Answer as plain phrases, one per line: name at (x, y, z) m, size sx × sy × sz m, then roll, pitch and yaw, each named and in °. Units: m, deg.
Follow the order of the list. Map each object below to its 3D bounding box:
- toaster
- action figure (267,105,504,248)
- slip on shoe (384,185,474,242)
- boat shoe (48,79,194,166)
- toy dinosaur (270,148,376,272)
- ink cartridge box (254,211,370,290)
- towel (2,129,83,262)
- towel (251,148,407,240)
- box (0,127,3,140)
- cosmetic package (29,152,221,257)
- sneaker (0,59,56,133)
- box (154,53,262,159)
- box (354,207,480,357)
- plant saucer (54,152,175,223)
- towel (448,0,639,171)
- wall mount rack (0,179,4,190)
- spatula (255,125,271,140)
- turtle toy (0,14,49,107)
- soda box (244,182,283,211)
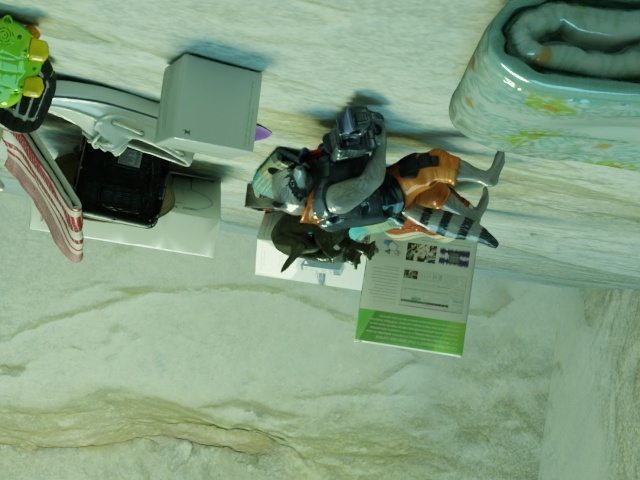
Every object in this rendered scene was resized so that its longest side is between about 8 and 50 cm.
toaster at (-0.364, -0.114, 1.618) m, size 0.186 × 0.168 × 0.110 m, roll 12°, pitch 177°, yaw -25°
action figure at (0.088, -0.078, 1.240) m, size 0.331 × 0.178 × 0.341 m, roll -1°, pitch 175°, yaw 3°
slip on shoe at (0.182, -0.065, 1.678) m, size 0.101 × 0.123 × 0.331 m, roll 46°, pitch 171°, yaw -14°
boat shoe at (-0.303, -0.169, 1.303) m, size 0.268 × 0.088 × 0.096 m, roll 12°, pitch 174°, yaw -38°
toy dinosaur at (-0.006, -0.014, 1.401) m, size 0.160 × 0.121 × 0.313 m, roll 15°, pitch -139°, yaw 23°
ink cartridge box at (0.000, 0.000, 2.049) m, size 0.273 × 0.114 × 0.197 m, roll 9°, pitch -142°, yaw 2°
towel at (-0.479, -0.096, 1.514) m, size 0.037 × 0.237 × 0.329 m, roll -33°, pitch 175°, yaw -20°
towel at (0.004, -0.079, 1.708) m, size 0.272 × 0.040 × 0.370 m, roll 26°, pitch 173°, yaw -8°
box at (-0.606, -0.213, 1.286) m, size 0.275 × 0.094 × 0.113 m, roll 10°, pitch 175°, yaw -13°
cosmetic package at (-0.406, -0.081, 1.909) m, size 0.378 × 0.097 × 0.284 m, roll 9°, pitch -163°, yaw -10°
sneaker at (-0.442, -0.215, 1.064) m, size 0.121 × 0.111 × 0.300 m, roll 21°, pitch 178°, yaw 28°
box at (-0.135, -0.158, 1.062) m, size 0.102 × 0.101 × 0.087 m, roll 9°, pitch 175°, yaw -25°
box at (0.209, 0.075, 1.890) m, size 0.233 × 0.321 × 0.058 m, roll 8°, pitch 172°, yaw 9°
plant saucer at (-0.429, -0.114, 1.776) m, size 0.278 × 0.041 × 0.278 m, roll 11°, pitch -153°, yaw -6°
towel at (0.315, -0.120, 0.796) m, size 0.375 × 0.090 × 0.320 m, roll 9°, pitch 174°, yaw 3°
wall mount rack at (-0.792, -0.186, 1.719) m, size 0.304 × 0.130 × 0.350 m, roll 6°, pitch 175°, yaw 31°
spatula at (-0.220, -0.174, 1.437) m, size 0.297 × 0.030 × 0.084 m, roll 6°, pitch 177°, yaw 23°
turtle toy at (-0.359, -0.201, 1.000) m, size 0.095 × 0.066 × 0.130 m, roll 10°, pitch 132°, yaw -17°
soda box at (-0.088, -0.094, 1.972) m, size 0.169 × 0.060 × 0.053 m, roll 4°, pitch 175°, yaw 34°
